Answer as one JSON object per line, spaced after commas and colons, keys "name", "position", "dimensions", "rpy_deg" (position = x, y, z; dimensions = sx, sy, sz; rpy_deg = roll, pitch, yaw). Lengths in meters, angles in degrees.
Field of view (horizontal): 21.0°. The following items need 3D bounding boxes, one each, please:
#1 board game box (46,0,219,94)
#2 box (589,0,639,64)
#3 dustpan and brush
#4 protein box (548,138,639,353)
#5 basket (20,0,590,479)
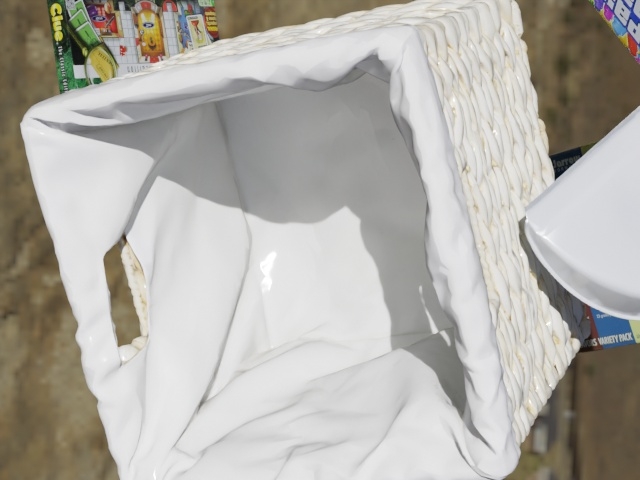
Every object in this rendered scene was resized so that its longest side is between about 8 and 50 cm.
{"name": "board game box", "position": [-0.189, -0.192, 1.838], "dimensions": [0.259, 0.030, 0.136], "rpy_deg": [-12, 96, -57]}
{"name": "box", "position": [0.297, -0.290, 1.250], "dimensions": [0.290, 0.177, 0.279], "rpy_deg": [59, -23, 31]}
{"name": "dustpan and brush", "position": [0.256, 0.024, 1.294], "dimensions": [0.147, 0.211, 0.060], "rpy_deg": [-40, 178, -21]}
{"name": "protein box", "position": [0.338, -0.013, 1.749], "dimensions": [0.199, 0.136, 0.201], "rpy_deg": [-16, 90, -39]}
{"name": "basket", "position": [0.000, 0.000, 1.326], "dimensions": [0.266, 0.331, 0.328], "rpy_deg": [-36, 115, -61]}
